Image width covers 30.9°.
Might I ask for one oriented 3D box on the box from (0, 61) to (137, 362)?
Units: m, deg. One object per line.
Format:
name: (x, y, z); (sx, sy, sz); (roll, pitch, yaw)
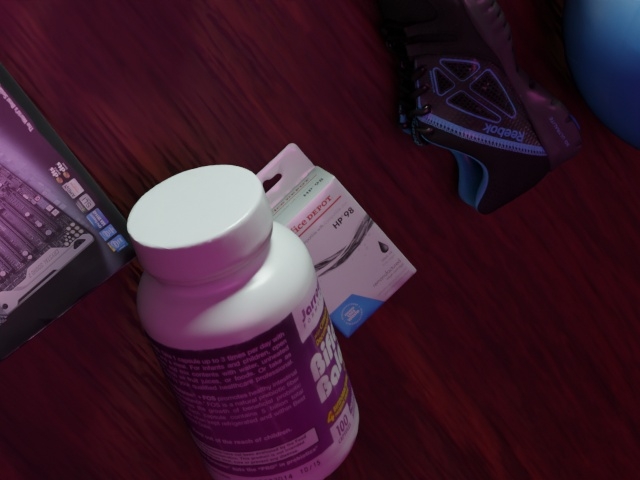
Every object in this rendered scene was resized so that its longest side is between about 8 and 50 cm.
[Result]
box: (-0.345, -0.041, 1.037); (0.242, 0.076, 0.307); (-38, 115, -7)

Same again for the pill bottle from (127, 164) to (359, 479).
pill bottle: (-0.073, 0.086, 1.091); (0.169, 0.169, 0.301); (-26, 126, -12)

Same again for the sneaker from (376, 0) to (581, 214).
sneaker: (0.124, -0.170, 1.149); (0.140, 0.125, 0.341); (-42, 112, 0)

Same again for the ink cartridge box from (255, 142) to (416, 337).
ink cartridge box: (0.000, 0.000, 1.184); (0.104, 0.060, 0.180); (-44, 114, -3)

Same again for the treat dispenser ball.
treat dispenser ball: (0.384, -0.217, 1.141); (0.288, 0.288, 0.288); (-5, 107, -19)
